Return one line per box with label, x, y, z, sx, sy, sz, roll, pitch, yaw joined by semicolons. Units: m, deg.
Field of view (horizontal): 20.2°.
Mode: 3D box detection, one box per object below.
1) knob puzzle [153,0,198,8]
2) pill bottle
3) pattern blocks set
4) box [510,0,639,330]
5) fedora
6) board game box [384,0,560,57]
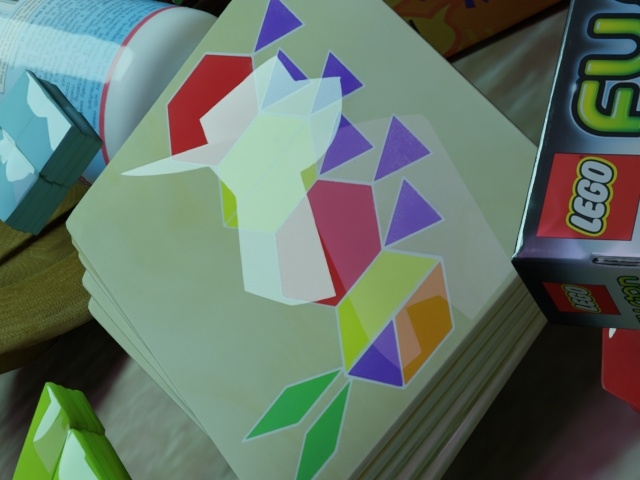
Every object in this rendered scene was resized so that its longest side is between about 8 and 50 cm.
knob puzzle;-0.116;-0.113;0.936;0.213;0.030;0.213;-26;-8;-4
pill bottle;-0.087;-0.065;0.796;0.160;0.087;0.087;15;69;34
pattern blocks set;0.000;0.000;0.561;0.285;0.026;0.325;-45;49;17
box;0.125;-0.075;0.453;0.114;0.036;0.207;3;63;27
fedora;-0.165;0.008;0.861;0.194;0.194;0.079;-82;-3;-45
board game box;0.046;-0.336;0.643;0.356;0.356;0.356;-22;39;49
